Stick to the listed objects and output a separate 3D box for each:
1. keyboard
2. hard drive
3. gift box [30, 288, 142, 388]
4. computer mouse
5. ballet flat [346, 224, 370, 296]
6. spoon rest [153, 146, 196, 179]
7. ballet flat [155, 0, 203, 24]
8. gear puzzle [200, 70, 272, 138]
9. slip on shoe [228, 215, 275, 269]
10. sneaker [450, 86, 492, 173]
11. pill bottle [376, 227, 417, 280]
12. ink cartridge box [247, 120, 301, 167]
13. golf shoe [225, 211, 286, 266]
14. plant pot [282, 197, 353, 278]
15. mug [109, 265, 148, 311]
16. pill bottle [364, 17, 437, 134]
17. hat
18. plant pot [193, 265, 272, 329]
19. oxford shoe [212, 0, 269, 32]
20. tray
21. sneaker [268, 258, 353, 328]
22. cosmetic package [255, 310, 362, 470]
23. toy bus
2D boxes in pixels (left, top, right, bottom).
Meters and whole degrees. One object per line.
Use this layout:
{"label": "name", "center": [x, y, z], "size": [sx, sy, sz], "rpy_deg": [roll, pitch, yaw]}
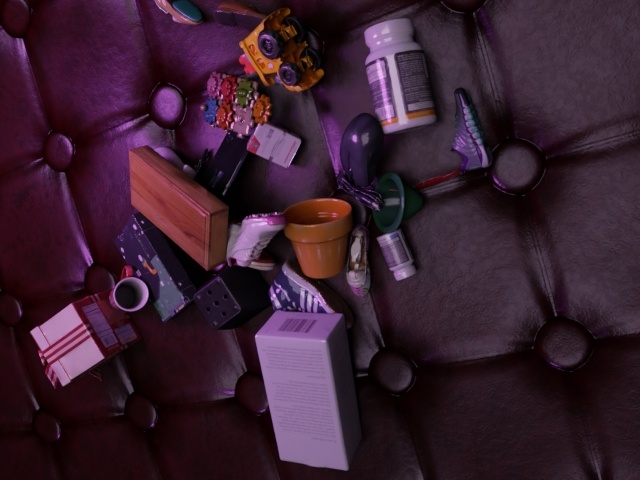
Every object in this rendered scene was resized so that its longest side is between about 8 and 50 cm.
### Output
{"label": "keyboard", "center": [-0.340, -0.201, 1.884], "size": [0.201, 0.033, 0.317], "rpy_deg": [30, 92, 37]}
{"label": "hard drive", "center": [-0.550, 0.091, 2.000], "size": [0.339, 0.064, 0.237], "rpy_deg": [58, 140, 5]}
{"label": "gift box", "center": [-0.824, 0.361, 2.105], "size": [0.258, 0.255, 0.276], "rpy_deg": [-31, 83, 21]}
{"label": "computer mouse", "center": [0.105, -0.216, 1.646], "size": [0.188, 0.072, 0.272], "rpy_deg": [39, 140, 34]}
{"label": "ballet flat", "center": [0.108, 0.064, 1.770], "size": [0.077, 0.079, 0.221], "rpy_deg": [5, 102, 19]}
{"label": "spoon rest", "center": [-0.485, -0.226, 1.928], "size": [0.276, 0.084, 0.137], "rpy_deg": [22, 86, 44]}
{"label": "ballet flat", "center": [-0.454, -0.730, 1.870], "size": [0.232, 0.080, 0.073], "rpy_deg": [45, 140, 12]}
{"label": "gear puzzle", "center": [-0.255, -0.399, 1.779], "size": [0.339, 0.044, 0.175], "rpy_deg": [26, 110, 43]}
{"label": "slip on shoe", "center": [-0.272, -0.015, 1.893], "size": [0.331, 0.123, 0.101], "rpy_deg": [37, 107, 17]}
{"label": "sneaker", "center": [0.378, -0.290, 1.600], "size": [0.098, 0.083, 0.224], "rpy_deg": [-19, 93, 29]}
{"label": "pill bottle", "center": [0.222, 0.040, 1.721], "size": [0.078, 0.078, 0.137], "rpy_deg": [-22, 90, 24]}
{"label": "ink cartridge box", "center": [-0.139, -0.292, 1.788], "size": [0.135, 0.056, 0.099], "rpy_deg": [24, 110, -16]}
{"label": "golf shoe", "center": [-0.188, -0.001, 1.715], "size": [0.306, 0.115, 0.140], "rpy_deg": [-15, 83, 53]}
{"label": "plant pot", "center": [0.000, 0.000, 1.752], "size": [0.205, 0.205, 0.188], "rpy_deg": [3, 116, 21]}
{"label": "mug", "center": [-0.657, 0.175, 2.059], "size": [0.113, 0.169, 0.150], "rpy_deg": [29, 68, -20]}
{"label": "pill bottle", "center": [0.208, -0.431, 1.597], "size": [0.162, 0.162, 0.278], "rpy_deg": [-10, 95, 23]}
{"label": "hat", "center": [0.273, -0.108, 1.700], "size": [0.208, 0.183, 0.173], "rpy_deg": [164, 105, -66]}
{"label": "plant pot", "center": [-0.288, 0.179, 1.903], "size": [0.188, 0.167, 0.187], "rpy_deg": [-36, 85, 24]}
{"label": "oxford shoe", "center": [-0.208, -0.669, 1.777], "size": [0.212, 0.076, 0.076], "rpy_deg": [19, 66, 7]}
{"label": "tray", "center": [-0.435, -0.104, 1.799], "size": [0.411, 0.076, 0.203], "rpy_deg": [35, 133, 30]}
{"label": "sneaker", "center": [-0.037, 0.201, 1.844], "size": [0.282, 0.099, 0.153], "rpy_deg": [42, 112, 11]}
{"label": "cosmetic package", "center": [-0.026, 0.447, 1.797], "size": [0.230, 0.161, 0.453], "rpy_deg": [1, 112, 22]}
{"label": "toy bus", "center": [-0.130, -0.518, 1.730], "size": [0.211, 0.149, 0.220], "rpy_deg": [-17, 114, 43]}
